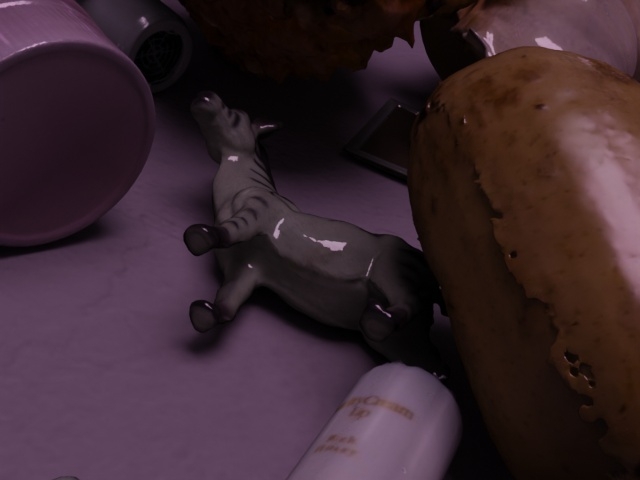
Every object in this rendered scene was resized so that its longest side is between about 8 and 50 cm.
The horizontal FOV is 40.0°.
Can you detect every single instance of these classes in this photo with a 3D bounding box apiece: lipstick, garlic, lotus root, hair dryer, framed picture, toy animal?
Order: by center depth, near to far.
[{"bbox_3d":[-0.011,0.131,0.308,0.059,0.059,0.264,27,31,13],"label":"lipstick"},{"bbox_3d":[0.131,0.031,0.406,0.160,0.146,0.284,34,35,-49],"label":"lotus root"},{"bbox_3d":[-0.003,0.004,0.502,0.217,0.073,0.176,29,29,3],"label":"toy animal"},{"bbox_3d":[-0.172,-0.221,0.627,0.073,0.236,0.131,-39,59,-19],"label":"hair dryer"},{"bbox_3d":[0.122,-0.062,0.734,0.183,0.011,0.142,24,31,8],"label":"framed picture"},{"bbox_3d":[0.210,-0.178,0.791,0.203,0.185,0.281,49,3,-25],"label":"garlic"}]

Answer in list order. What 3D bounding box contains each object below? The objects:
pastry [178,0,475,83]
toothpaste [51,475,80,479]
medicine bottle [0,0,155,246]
[{"bbox_3d":[-0.016,-0.308,0.673,0.293,0.337,0.405,-25,15,0],"label":"pastry"},{"bbox_3d":[-0.120,0.152,0.239,0.067,0.037,0.255,26,27,11],"label":"toothpaste"},{"bbox_3d":[-0.213,-0.116,0.515,0.133,0.133,0.250,-13,42,-42],"label":"medicine bottle"}]
